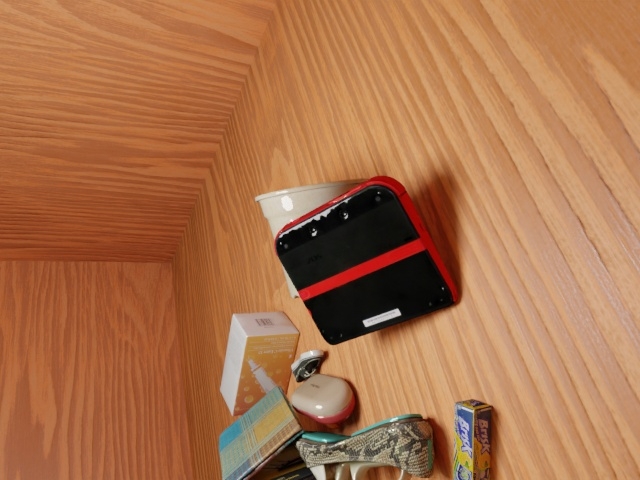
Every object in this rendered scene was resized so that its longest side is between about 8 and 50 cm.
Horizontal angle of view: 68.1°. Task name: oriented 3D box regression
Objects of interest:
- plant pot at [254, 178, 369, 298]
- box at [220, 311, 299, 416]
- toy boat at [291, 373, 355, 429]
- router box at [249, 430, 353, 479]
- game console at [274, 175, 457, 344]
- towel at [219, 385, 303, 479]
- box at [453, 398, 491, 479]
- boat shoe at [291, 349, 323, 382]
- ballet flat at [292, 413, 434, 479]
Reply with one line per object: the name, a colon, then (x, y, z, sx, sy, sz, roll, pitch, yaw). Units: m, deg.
plant pot: (0.000, 0.000, 1.373, 0.333, 0.333, 0.306, -5, 96, 60)
box: (-0.238, 0.466, 1.814, 0.168, 0.214, 0.346, 39, 122, 54)
toy boat: (0.021, 0.515, 1.464, 0.231, 0.151, 0.151, -13, 107, 60)
router box: (-0.080, 0.691, 1.422, 0.242, 0.308, 0.081, -5, 92, 60)
game console: (0.092, 0.060, 1.160, 0.386, 0.060, 0.342, -26, 97, 31)
towel: (-0.193, 0.596, 1.451, 0.040, 0.271, 0.370, 53, 168, -9)
box: (0.318, 0.425, 0.991, 0.054, 0.059, 0.169, -1, 87, 58)
boat shoe: (-0.039, 0.430, 1.615, 0.219, 0.077, 0.070, 122, 140, -54)
ballet flat: (0.088, 0.566, 1.217, 0.482, 0.163, 0.182, -29, 55, 42)
